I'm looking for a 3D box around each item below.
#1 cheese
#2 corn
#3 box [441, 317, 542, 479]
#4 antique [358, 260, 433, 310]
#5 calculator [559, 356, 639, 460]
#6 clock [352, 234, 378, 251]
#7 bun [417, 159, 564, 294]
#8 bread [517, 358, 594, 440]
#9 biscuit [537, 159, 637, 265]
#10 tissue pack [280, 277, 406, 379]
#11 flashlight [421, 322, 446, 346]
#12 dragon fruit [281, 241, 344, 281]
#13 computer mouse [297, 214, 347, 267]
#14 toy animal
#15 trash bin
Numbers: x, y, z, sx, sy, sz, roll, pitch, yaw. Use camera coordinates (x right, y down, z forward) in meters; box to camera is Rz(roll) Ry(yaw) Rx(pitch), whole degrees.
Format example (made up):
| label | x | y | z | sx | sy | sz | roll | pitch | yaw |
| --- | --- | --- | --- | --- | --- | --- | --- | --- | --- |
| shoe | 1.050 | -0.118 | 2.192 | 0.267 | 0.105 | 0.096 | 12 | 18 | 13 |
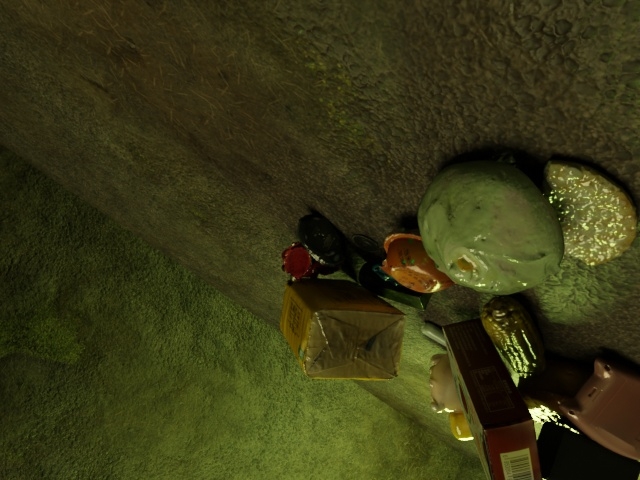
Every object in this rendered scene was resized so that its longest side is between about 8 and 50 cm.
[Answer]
| label | x | y | z | sx | sy | sz | roll | pitch | yaw |
| --- | --- | --- | --- | --- | --- | --- | --- | --- | --- |
| cheese | 0.235 | 0.060 | 1.088 | 0.217 | 0.129 | 0.329 | 33 | 157 | -5 |
| corn | 0.527 | 0.265 | 1.167 | 0.120 | 0.120 | 0.363 | 7 | 149 | 42 |
| box | 0.471 | 0.472 | 1.203 | 0.122 | 0.385 | 0.344 | -15 | 115 | 8 |
| antique | 0.221 | 0.129 | 1.301 | 0.221 | 0.081 | 0.080 | 15 | 151 | 34 |
| calculator | 0.794 | 0.445 | 1.107 | 0.330 | 0.220 | 0.048 | 31 | -172 | -11 |
| clock | 0.129 | 0.009 | 1.255 | 0.083 | 0.010 | 0.074 | 22 | 155 | 19 |
| bun | 0.281 | -0.001 | 0.791 | 0.283 | 0.179 | 0.283 | 46 | 162 | 19 |
| bread | 0.734 | 0.474 | 1.279 | 0.312 | 0.172 | 0.312 | 21 | 156 | 10 |
| biscuit | 0.441 | -0.043 | 0.757 | 0.188 | 0.040 | 0.265 | 5 | 144 | 44 |
| tissue pack | 0.053 | 0.262 | 1.348 | 0.293 | 0.228 | 0.382 | 7 | -175 | -17 |
| flashlight | 0.446 | 0.348 | 1.510 | 0.200 | 0.047 | 0.093 | 30 | 164 | 7 |
| dragon fruit | -0.024 | 0.069 | 1.418 | 0.208 | 0.133 | 0.150 | 5 | -163 | -8 |
| computer mouse | 0.000 | 0.000 | 1.275 | 0.192 | 0.106 | 0.062 | 43 | 159 | -24 |
| toy animal | 0.498 | 0.560 | 1.592 | 0.345 | 0.277 | 0.247 | 18 | 177 | -18 |
| trash bin | 0.713 | 0.618 | 1.175 | 0.225 | 0.165 | 0.115 | 28 | 169 | -2 |
